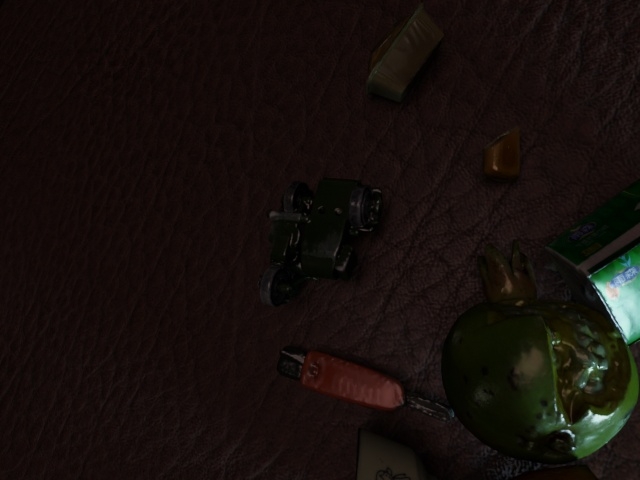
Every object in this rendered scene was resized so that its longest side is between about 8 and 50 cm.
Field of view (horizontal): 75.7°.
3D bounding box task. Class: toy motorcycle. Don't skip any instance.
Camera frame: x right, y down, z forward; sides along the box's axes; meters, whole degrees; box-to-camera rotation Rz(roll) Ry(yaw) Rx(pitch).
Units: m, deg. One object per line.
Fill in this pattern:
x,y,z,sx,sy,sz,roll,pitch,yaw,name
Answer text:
0.000,0.000,0.759,0.205,0.127,0.275,8,76,22,toy motorcycle

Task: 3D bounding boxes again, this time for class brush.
0.067,0.253,0.720,0.323,0.051,0.071,12,78,26,brush

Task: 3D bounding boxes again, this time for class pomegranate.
0.282,0.146,0.582,0.235,0.236,0.302,-16,44,18,pomegranate

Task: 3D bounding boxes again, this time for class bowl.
0.105,0.401,0.590,0.126,0.238,0.238,2,80,6,bowl

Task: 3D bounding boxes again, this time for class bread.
0.304,-0.151,0.698,0.062,0.049,0.103,7,79,-12,bread

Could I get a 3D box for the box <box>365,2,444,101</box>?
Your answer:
0.150,-0.347,0.773,0.111,0.111,0.177,39,95,23,box

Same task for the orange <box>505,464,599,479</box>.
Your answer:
0.268,0.411,0.458,0.274,0.274,0.310,44,130,23,orange

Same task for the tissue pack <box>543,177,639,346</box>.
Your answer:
0.438,0.006,0.574,0.209,0.156,0.148,-37,112,9,tissue pack
